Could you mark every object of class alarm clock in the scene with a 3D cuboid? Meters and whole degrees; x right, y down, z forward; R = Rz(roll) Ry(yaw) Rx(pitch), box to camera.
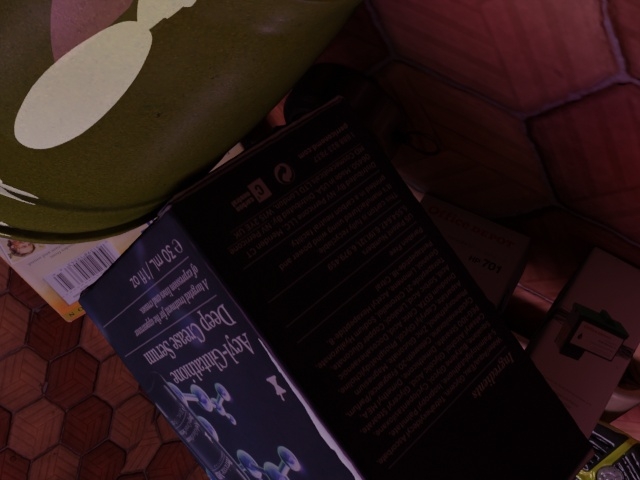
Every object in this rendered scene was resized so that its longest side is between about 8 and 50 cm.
[{"bbox_3d":[0.039,-0.118,0.920,0.192,0.064,0.129,17,155,29],"label":"alarm clock"}]

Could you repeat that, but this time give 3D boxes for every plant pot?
[{"bbox_3d":[-0.127,-0.210,0.588,0.366,0.366,0.353,41,148,-23],"label":"plant pot"}]

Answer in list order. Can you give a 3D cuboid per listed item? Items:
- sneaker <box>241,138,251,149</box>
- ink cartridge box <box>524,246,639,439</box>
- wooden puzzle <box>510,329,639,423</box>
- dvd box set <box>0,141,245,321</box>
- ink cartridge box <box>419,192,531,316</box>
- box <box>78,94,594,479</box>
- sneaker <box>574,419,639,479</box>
[{"bbox_3d":[-0.244,-0.154,1.181,0.292,0.108,0.169,39,156,-21],"label":"sneaker"},{"bbox_3d":[0.268,0.136,0.948,0.093,0.219,0.160,31,160,12],"label":"ink cartridge box"},{"bbox_3d":[0.263,0.172,1.260,0.348,0.080,0.322,23,160,10],"label":"wooden puzzle"},{"bbox_3d":[-0.257,-0.109,0.961,0.062,0.308,0.420,55,175,39],"label":"dvd box set"},{"bbox_3d":[0.137,0.060,1.000,0.140,0.190,0.082,24,158,20],"label":"ink cartridge box"},{"bbox_3d":[-0.002,0.121,0.829,0.395,0.212,0.293,53,146,-2],"label":"box"},{"bbox_3d":[0.312,0.297,1.245,0.147,0.145,0.385,4,178,-45],"label":"sneaker"}]
